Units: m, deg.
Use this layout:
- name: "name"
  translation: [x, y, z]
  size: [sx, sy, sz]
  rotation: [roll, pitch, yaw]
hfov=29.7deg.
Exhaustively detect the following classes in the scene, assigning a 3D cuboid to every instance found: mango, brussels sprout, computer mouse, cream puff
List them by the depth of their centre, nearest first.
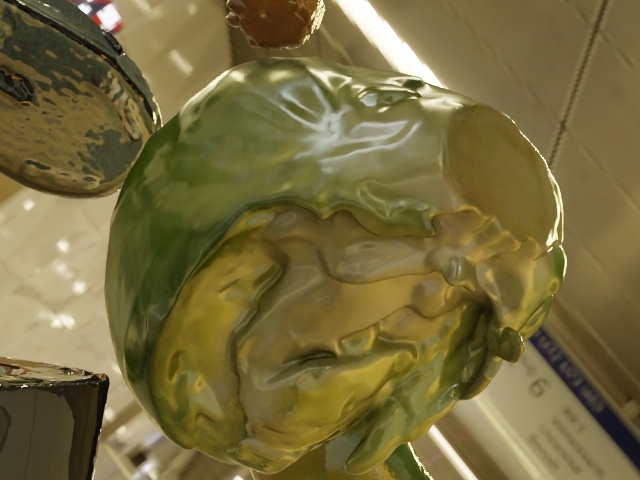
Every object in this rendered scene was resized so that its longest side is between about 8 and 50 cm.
- name: "brussels sprout"
  translation: [0.000, 0.000, 0.962]
  size: [0.276, 0.371, 0.314]
  rotation: [45, 33, -32]
- name: "mango"
  translation: [0.032, 0.234, 1.189]
  size: [0.251, 0.156, 0.114]
  rotation: [45, 27, -31]
- name: "computer mouse"
  translation: [-0.338, -0.185, 1.299]
  size: [0.374, 0.203, 0.114]
  rotation: [39, 6, -34]
- name: "cream puff"
  translation: [-0.045, -0.265, 1.334]
  size: [0.116, 0.094, 0.122]
  rotation: [-21, -53, 35]

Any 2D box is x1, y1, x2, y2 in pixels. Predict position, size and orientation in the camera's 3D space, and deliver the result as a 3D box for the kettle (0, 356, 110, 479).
- name: "kettle"
  translation: [-0.243, 0.199, 0.536]
  size: [0.203, 0.262, 0.308]
  rotation: [103, -7, -87]
